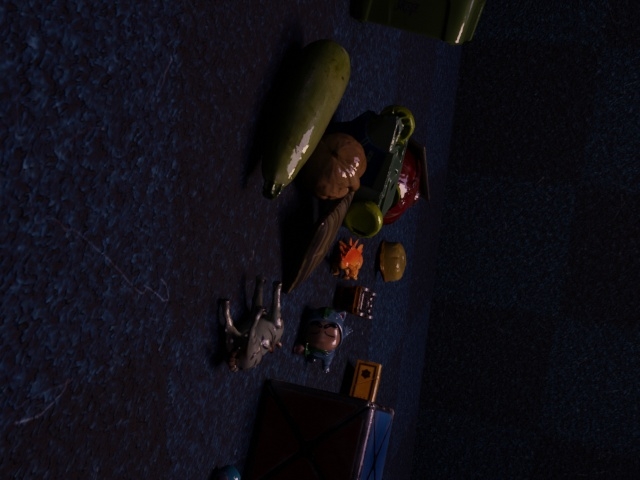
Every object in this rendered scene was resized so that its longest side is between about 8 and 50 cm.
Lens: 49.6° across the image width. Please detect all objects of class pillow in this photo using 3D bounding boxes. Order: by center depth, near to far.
[{"bbox_3d":[0.000,0.000,1.552,0.208,0.052,0.212,-61,172,32],"label":"pillow"}]

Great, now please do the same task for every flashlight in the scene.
[{"bbox_3d":[-0.176,0.487,1.336,0.051,0.051,0.129,-57,152,-51],"label":"flashlight"}]

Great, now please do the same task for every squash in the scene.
[{"bbox_3d":[-0.038,-0.241,1.313,0.118,0.118,0.370,72,36,-55],"label":"squash"}]

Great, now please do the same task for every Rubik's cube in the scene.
[{"bbox_3d":[0.001,0.466,1.546,0.260,0.255,0.259,47,55,-65],"label":"Rubik's cube"}]

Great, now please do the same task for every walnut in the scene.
[{"bbox_3d":[0.026,-0.162,1.508,0.166,0.149,0.166,-47,173,-7],"label":"walnut"}]

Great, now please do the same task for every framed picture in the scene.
[{"bbox_3d":[0.235,-0.242,2.022,0.016,0.216,0.273,-44,152,-13],"label":"framed picture"}]

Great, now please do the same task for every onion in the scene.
[{"bbox_3d":[0.185,-0.156,1.915,0.246,0.190,0.246,19,90,-86],"label":"onion"}]

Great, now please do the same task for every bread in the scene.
[{"bbox_3d":[0.242,0.062,2.371,0.156,0.086,0.125,-50,135,-64],"label":"bread"}]

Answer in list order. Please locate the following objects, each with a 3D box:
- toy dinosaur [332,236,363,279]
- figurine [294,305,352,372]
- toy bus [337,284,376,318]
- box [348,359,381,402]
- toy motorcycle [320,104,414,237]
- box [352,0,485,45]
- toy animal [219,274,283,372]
[{"bbox_3d":[0.082,0.049,1.900,0.288,0.070,0.117,28,71,-76],"label":"toy dinosaur"},{"bbox_3d":[0.002,0.254,1.697,0.144,0.114,0.178,-54,156,-52],"label":"figurine"},{"bbox_3d":[0.102,0.176,1.982,0.194,0.088,0.083,37,63,-72],"label":"toy bus"},{"bbox_3d":[0.119,0.545,2.173,0.193,0.084,0.301,85,19,-66],"label":"box"},{"bbox_3d":[0.103,-0.186,1.669,0.191,0.200,0.326,-50,155,-55],"label":"toy motorcycle"},{"bbox_3d":[0.245,-0.597,1.702,0.253,0.328,0.178,-43,151,-60],"label":"box"},{"bbox_3d":[-0.112,0.152,1.318,0.255,0.090,0.170,-5,107,-69],"label":"toy animal"}]
